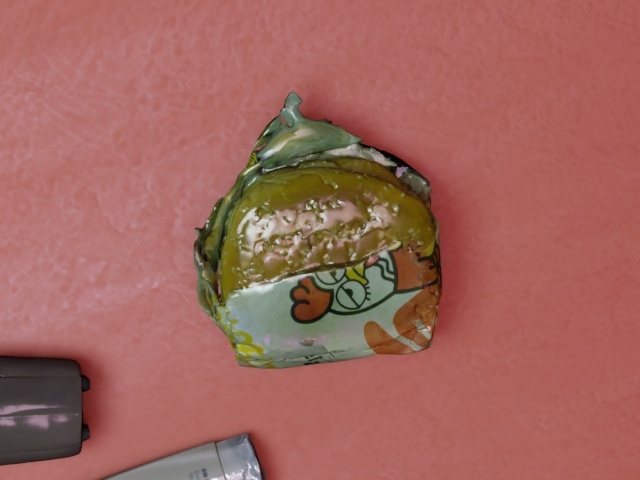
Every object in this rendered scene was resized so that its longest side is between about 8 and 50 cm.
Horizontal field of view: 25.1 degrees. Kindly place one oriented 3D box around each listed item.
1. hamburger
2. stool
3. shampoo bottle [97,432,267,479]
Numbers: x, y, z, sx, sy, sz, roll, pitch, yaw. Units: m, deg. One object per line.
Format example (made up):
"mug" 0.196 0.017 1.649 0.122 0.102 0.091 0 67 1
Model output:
"hamburger" 0.000 -0.004 1.211 0.214 0.125 0.235 -1 110 -15
"stool" -0.251 0.144 1.222 0.110 0.096 0.096 -2 95 -10
"shampoo bottle" -0.151 0.232 1.259 0.212 0.049 0.072 -21 93 -3
